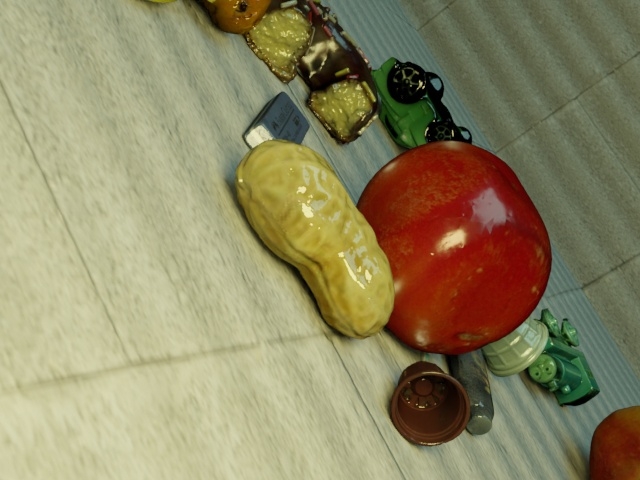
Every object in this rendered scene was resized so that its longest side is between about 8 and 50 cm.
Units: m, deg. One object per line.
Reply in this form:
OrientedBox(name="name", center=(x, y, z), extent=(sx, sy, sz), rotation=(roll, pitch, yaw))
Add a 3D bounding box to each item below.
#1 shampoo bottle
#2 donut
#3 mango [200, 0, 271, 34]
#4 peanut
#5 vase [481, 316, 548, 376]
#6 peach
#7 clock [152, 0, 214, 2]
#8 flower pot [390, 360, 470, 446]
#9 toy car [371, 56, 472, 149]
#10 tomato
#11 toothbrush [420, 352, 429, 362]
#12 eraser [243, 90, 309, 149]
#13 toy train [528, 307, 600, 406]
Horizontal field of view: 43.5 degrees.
OrientedBox(name="shampoo bottle", center=(0.258, 0.237, 1.388), extent=(0.087, 0.049, 0.234), rotation=(44, 24, -22))
OrientedBox(name="donut", center=(-0.005, -0.371, 1.612), extent=(0.345, 0.136, 0.259), rotation=(49, 25, -20))
OrientedBox(name="mango", center=(-0.177, -0.465, 1.389), extent=(0.151, 0.156, 0.249), rotation=(-29, 64, -28))
OrientedBox(name="peanut", center=(0.000, 0.000, 1.082), extent=(0.306, 0.147, 0.147), rotation=(53, 21, -18))
OrientedBox(name="vase", center=(0.291, 0.110, 1.537), extent=(0.299, 0.143, 0.143), rotation=(47, 22, -15))
OrientedBox(name="peach", center=(0.722, 0.502, 1.654), extent=(0.372, 0.290, 0.372), rotation=(19, 8, -3))
OrientedBox(name="clock", center=(-0.298, -0.477, 1.211), extent=(0.293, 0.071, 0.277), rotation=(8, 57, -51))
OrientedBox(name="flower pot", center=(0.148, 0.220, 1.127), extent=(0.111, 0.111, 0.089), rotation=(52, 6, -10))
OrientedBox(name="toy car", center=(0.238, -0.323, 2.023), extent=(0.359, 0.176, 0.213), rotation=(62, 22, 6))
OrientedBox(name="tomato", center=(0.206, 0.010, 1.278), extent=(0.325, 0.290, 0.293), rotation=(33, 30, -33))
OrientedBox(name="toothbrush", center=(0.168, 0.227, 1.262), extent=(0.017, 0.014, 0.162), rotation=(29, 28, -12))
OrientedBox(name="eraser", center=(-0.069, -0.181, 1.321), extent=(0.082, 0.036, 0.225), rotation=(52, 21, -14))
OrientedBox(name="toy train", center=(0.539, 0.275, 1.853), extent=(0.298, 0.120, 0.194), rotation=(24, 42, -54))
